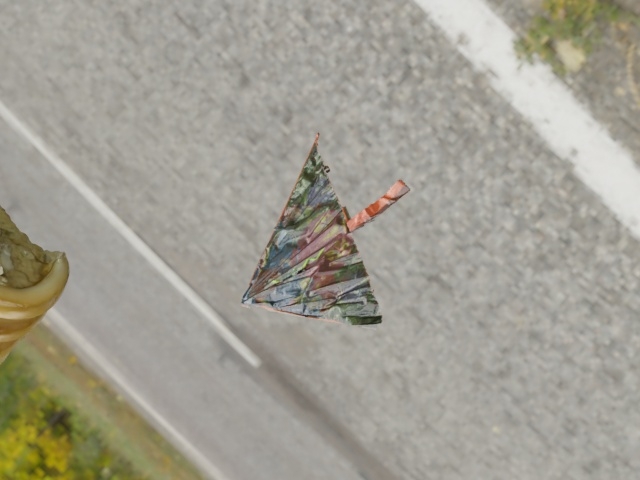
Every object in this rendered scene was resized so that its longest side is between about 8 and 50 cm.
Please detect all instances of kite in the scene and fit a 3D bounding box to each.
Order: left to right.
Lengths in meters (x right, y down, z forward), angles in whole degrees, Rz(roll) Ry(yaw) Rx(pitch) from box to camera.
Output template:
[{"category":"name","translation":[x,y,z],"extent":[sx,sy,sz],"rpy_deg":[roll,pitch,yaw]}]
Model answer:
[{"category":"kite","translation":[0.000,0.000,1.153],"extent":[0.009,0.189,0.232],"rpy_deg":[40,-159,-48]}]

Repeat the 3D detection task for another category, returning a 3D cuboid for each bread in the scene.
[{"category":"bread","translation":[-0.250,0.033,0.898],"extent":[0.119,0.084,0.177],"rpy_deg":[35,135,-9]}]
